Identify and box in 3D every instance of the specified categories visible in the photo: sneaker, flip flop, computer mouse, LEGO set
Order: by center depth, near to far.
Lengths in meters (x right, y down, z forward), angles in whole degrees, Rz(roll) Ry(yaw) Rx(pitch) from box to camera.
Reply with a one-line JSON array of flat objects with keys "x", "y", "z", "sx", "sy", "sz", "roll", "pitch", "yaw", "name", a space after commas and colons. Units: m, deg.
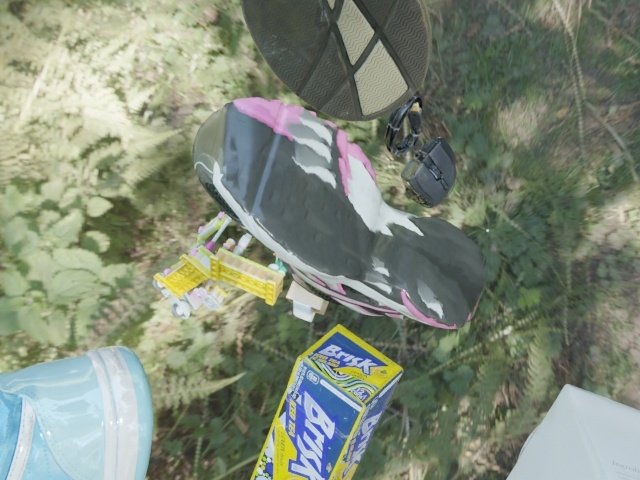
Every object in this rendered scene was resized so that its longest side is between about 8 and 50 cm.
[{"x": 0.000, "y": 0.000, "z": 0.487, "sx": 0.178, "sy": 0.077, "sz": 0.072, "roll": 38, "pitch": 60, "yaw": -30, "name": "sneaker"}, {"x": -0.025, "y": -0.197, "z": 0.592, "sx": 0.112, "sy": 0.080, "sz": 0.277, "roll": -33, "pitch": 108, "yaw": 29, "name": "flip flop"}, {"x": -0.260, "y": 0.228, "z": 0.755, "sx": 0.208, "sy": 0.127, "sz": 0.319, "roll": 0, "pitch": 114, "yaw": -29, "name": "sneaker"}, {"x": 0.112, "y": -0.089, "z": 1.001, "sx": 0.041, "sy": 0.242, "sz": 0.071, "roll": 40, "pitch": 88, "yaw": 22, "name": "computer mouse"}, {"x": -0.107, "y": 0.030, "z": 1.276, "sx": 0.287, "sy": 0.107, "sz": 0.132, "roll": -5, "pitch": 130, "yaw": 38, "name": "LEGO set"}]

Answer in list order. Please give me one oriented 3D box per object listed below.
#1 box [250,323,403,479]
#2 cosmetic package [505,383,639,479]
[{"x": -0.002, "y": 0.145, "z": 0.681, "sx": 0.059, "sy": 0.054, "sz": 0.169, "roll": 34, "pitch": 128, "yaw": 18, "name": "box"}, {"x": 0.185, "y": 0.206, "z": 0.584, "sx": 0.085, "sy": 0.231, "sz": 0.117, "roll": 21, "pitch": 115, "yaw": -9, "name": "cosmetic package"}]
